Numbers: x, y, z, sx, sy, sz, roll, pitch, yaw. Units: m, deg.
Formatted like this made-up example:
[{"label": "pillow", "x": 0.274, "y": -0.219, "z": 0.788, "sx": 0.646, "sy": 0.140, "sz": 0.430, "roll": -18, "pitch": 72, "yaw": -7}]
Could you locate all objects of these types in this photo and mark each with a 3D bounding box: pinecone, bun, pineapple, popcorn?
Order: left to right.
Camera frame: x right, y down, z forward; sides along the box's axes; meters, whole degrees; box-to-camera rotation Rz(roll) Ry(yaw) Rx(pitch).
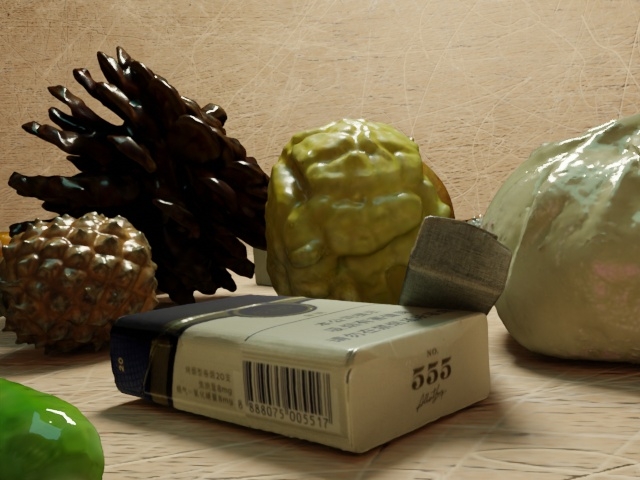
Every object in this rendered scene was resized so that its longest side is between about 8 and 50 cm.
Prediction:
[{"label": "pineapple", "x": -0.282, "y": 0.049, "z": 0.845, "sx": 0.193, "sy": 0.166, "sz": 0.166, "roll": -5, "pitch": 4, "yaw": -32}, {"label": "pinecone", "x": -0.253, "y": -0.062, "z": 1.099, "sx": 0.397, "sy": 0.398, "sz": 0.398, "roll": -3, "pitch": 4, "yaw": 0}, {"label": "popcorn", "x": 0.047, "y": -0.014, "z": 0.868, "sx": 0.225, "sy": 0.250, "sz": 0.249, "roll": -8, "pitch": 4, "yaw": -4}, {"label": "bun", "x": 0.329, "y": -0.013, "z": 0.749, "sx": 0.364, "sy": 0.220, "sz": 0.365, "roll": -2, "pitch": 7, "yaw": 0}]

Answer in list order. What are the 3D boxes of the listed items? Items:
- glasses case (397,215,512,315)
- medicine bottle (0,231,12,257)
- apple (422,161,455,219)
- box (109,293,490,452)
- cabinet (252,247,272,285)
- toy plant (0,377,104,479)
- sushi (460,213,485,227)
[{"label": "glasses case", "x": 0.101, "y": 0.044, "z": 0.636, "sx": 0.070, "sy": 0.047, "sz": 0.205, "roll": 17, "pitch": -20, "yaw": 8}, {"label": "medicine bottle", "x": -0.585, "y": 0.037, "z": 1.543, "sx": 0.222, "sy": 0.112, "sz": 0.149, "roll": 0, "pitch": 4, "yaw": 37}, {"label": "apple", "x": 0.073, "y": -0.018, "z": 1.120, "sx": 0.236, "sy": 0.237, "sz": 0.207, "roll": -5, "pitch": -7, "yaw": -30}, {"label": "box", "x": -0.021, "y": 0.089, "z": 0.599, "sx": 0.259, "sy": 0.071, "sz": 0.168, "roll": 2, "pitch": 6, "yaw": 41}, {"label": "cabinet", "x": 0.000, "y": 0.000, "z": 1.334, "sx": 0.145, "sy": 0.150, "sz": 0.206, "roll": -7, "pitch": 5, "yaw": -40}, {"label": "toy plant", "x": -0.228, "y": 0.089, "z": 0.339, "sx": 0.224, "sy": 0.185, "sz": 0.316, "roll": -11, "pitch": 23, "yaw": -28}, {"label": "sushi", "x": 0.242, "y": 0.014, "z": 1.346, "sx": 0.226, "sy": 0.097, "sz": 0.103, "roll": -18, "pitch": -9, "yaw": 28}]
